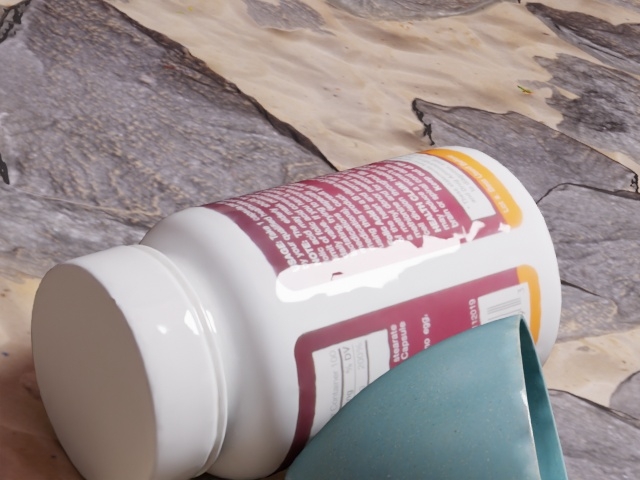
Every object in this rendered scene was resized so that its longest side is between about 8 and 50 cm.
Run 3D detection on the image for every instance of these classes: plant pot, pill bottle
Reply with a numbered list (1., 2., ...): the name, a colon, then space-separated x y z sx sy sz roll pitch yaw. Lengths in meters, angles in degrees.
1. plant pot: 0.083 0.215 1.447 0.195 0.290 0.290 -12 30 10
2. pill bottle: -0.018 0.065 1.586 0.392 0.224 0.224 -15 46 -34
